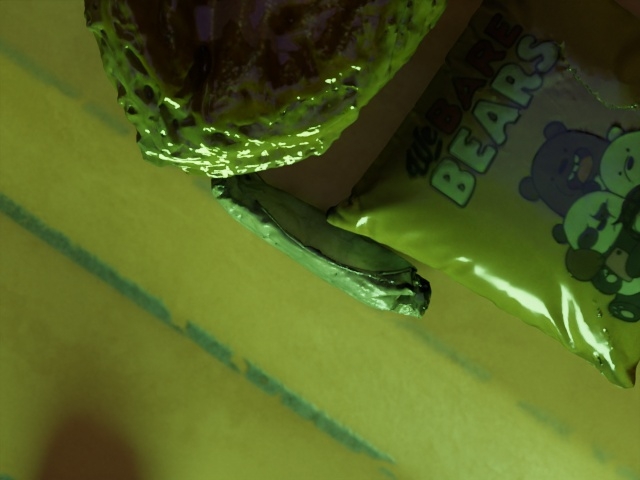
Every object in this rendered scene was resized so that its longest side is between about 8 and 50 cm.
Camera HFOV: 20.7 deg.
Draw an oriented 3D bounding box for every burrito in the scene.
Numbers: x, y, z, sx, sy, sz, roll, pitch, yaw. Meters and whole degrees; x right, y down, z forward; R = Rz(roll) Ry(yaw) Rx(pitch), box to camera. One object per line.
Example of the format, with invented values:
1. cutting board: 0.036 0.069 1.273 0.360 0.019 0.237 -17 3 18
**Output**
1. burrito: 0.000 0.001 1.564 0.229 0.063 0.058 35 74 1

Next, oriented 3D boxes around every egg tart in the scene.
1. egg tart: -0.045 -0.248 1.477 0.339 0.153 0.351 -27 96 9

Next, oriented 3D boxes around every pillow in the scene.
1. pillow: 0.215 -0.066 1.498 0.312 0.119 0.310 32 105 -2
